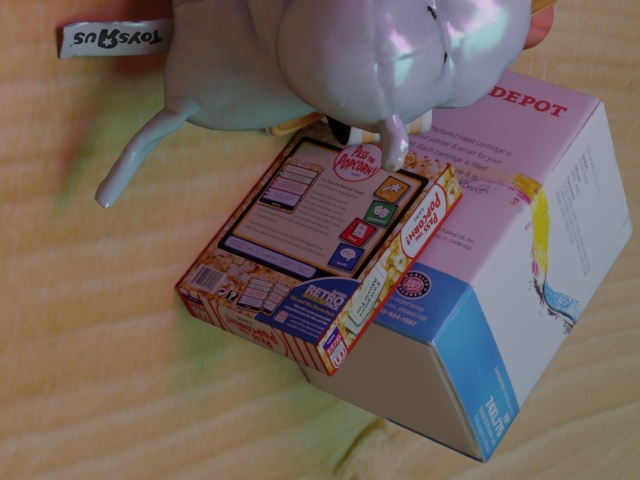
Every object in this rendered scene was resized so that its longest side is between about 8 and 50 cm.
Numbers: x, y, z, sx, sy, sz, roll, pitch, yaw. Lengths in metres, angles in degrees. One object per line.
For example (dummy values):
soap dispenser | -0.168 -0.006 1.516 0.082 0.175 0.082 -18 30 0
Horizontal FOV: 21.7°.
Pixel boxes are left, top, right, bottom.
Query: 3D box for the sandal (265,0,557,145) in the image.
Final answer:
sandal | 0.083 -0.130 1.319 0.265 0.076 0.102 -25 168 -1

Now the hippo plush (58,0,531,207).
hippo plush | 0.001 -0.168 1.107 0.294 0.236 0.234 -19 102 -29

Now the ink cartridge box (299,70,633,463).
ink cartridge box | 0.112 0.006 1.446 0.270 0.198 0.197 -53 144 -22

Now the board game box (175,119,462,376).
board game box | 0.000 0.000 1.329 0.193 0.146 0.045 -52 143 -23

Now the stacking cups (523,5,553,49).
stacking cups | 0.113 -0.207 1.421 0.316 0.096 0.096 0 108 -55
